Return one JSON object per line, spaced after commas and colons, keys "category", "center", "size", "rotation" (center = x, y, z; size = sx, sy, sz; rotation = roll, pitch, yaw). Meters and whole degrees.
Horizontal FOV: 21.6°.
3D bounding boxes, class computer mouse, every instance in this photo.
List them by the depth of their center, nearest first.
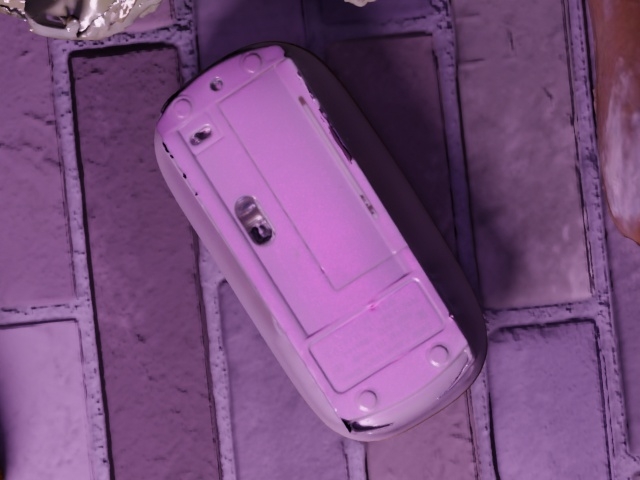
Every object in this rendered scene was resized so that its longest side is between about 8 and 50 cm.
{"category": "computer mouse", "center": [0.000, 0.000, 1.260], "size": [0.158, 0.072, 0.310], "rotation": [-33, 87, 5]}

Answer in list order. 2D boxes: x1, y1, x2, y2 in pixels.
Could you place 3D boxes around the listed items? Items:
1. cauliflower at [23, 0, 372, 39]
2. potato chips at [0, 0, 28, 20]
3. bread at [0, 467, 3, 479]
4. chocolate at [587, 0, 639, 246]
{"category": "cauliflower", "center": [-0.065, -0.276, 1.204], "size": [0.260, 0.281, 0.327], "rotation": [-4, 56, -33]}
{"category": "potato chips", "center": [-0.224, -0.212, 1.301], "size": [0.208, 0.028, 0.091], "rotation": [11, 91, 6]}
{"category": "bread", "center": [-0.312, 0.142, 1.292], "size": [0.103, 0.065, 0.187], "rotation": [-24, 89, 6]}
{"category": "chocolate", "center": [0.282, -0.110, 1.231], "size": [0.157, 0.080, 0.253], "rotation": [-6, 89, 5]}
